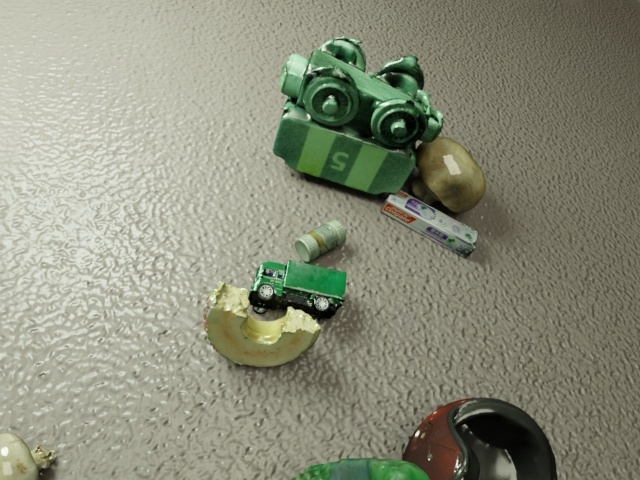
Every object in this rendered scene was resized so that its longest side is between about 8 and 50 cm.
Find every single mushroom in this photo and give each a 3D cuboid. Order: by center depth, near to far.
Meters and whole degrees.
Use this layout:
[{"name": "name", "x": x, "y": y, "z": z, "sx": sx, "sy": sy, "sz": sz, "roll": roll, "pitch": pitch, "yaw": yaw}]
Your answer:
[{"name": "mushroom", "x": -0.342, "y": 0.256, "z": 0.475, "sx": 0.085, "sy": 0.085, "sz": 0.079, "roll": 52, "pitch": 25, "yaw": 15}, {"name": "mushroom", "x": 0.250, "y": -0.130, "z": 0.847, "sx": 0.166, "sy": 0.127, "sz": 0.166, "roll": 39, "pitch": 32, "yaw": -31}]

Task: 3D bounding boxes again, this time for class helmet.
[{"name": "helmet", "x": 0.199, "y": 0.309, "z": 0.530, "sx": 0.189, "sy": 0.193, "sz": 0.216, "roll": 34, "pitch": 67, "yaw": 0}]

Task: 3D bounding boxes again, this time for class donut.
[{"name": "donut", "x": -0.091, "y": 0.127, "z": 0.608, "sx": 0.166, "sy": 0.108, "sz": 0.065, "roll": 20, "pitch": 31, "yaw": -15}]

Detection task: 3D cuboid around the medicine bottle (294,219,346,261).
[{"name": "medicine bottle", "x": 0.000, "y": 0.000, "z": 0.741, "sx": 0.083, "sy": 0.047, "sz": 0.047, "roll": -29, "pitch": 72, "yaw": -29}]

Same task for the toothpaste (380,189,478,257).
[{"name": "toothpaste", "x": 0.216, "y": -0.036, "z": 0.833, "sx": 0.196, "sy": 0.040, "sz": 0.047, "roll": 29, "pitch": 52, "yaw": 0}]

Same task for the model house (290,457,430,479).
[{"name": "model house", "x": -0.064, "y": 0.338, "z": 0.365, "sx": 0.280, "sy": 0.312, "sz": 0.245, "roll": 3, "pitch": 62, "yaw": -18}]

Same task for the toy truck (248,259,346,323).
[{"name": "toy truck", "x": -0.038, "y": 0.081, "z": 0.670, "sx": 0.147, "sy": 0.065, "sz": 0.079, "roll": 12, "pitch": 55, "yaw": -11}]

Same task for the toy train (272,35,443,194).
[{"name": "toy train", "x": 0.063, "y": -0.222, "z": 0.777, "sx": 0.299, "sy": 0.238, "sz": 0.166, "roll": 18, "pitch": 50, "yaw": -8}]
